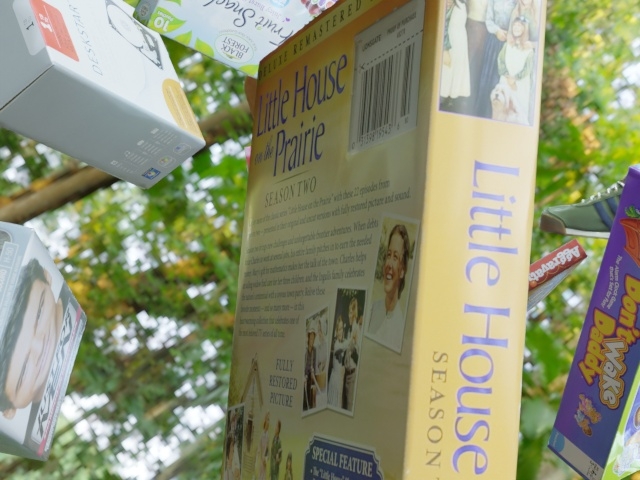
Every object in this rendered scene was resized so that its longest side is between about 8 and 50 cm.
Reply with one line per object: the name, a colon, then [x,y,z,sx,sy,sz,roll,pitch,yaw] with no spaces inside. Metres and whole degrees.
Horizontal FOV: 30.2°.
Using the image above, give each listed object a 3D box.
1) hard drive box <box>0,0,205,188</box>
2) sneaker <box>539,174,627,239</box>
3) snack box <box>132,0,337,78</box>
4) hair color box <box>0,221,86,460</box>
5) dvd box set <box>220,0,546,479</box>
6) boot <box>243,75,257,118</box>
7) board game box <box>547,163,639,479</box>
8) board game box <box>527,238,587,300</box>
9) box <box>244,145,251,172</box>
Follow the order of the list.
hard drive box: [-0.239,-0.172,1.170,0.232,0.089,0.181,24,36,-57]
sneaker: [0.357,-0.044,1.396,0.192,0.064,0.086,7,-80,18]
snack box: [-0.058,-0.181,0.892,0.141,0.100,0.037,20,13,-38]
hair color box: [-0.348,0.115,1.264,0.113,0.185,0.374,12,-17,1]
dvd box set: [0.014,0.078,0.655,0.307,0.062,0.421,166,-71,-70]
boot: [-0.043,-0.251,1.580,0.211,0.104,0.295,-13,-74,50]
board game box: [0.376,0.069,1.217,0.078,0.233,0.347,40,-45,41]
board game box: [0.212,0.076,1.380,0.027,0.145,0.281,59,-8,12]
box: [0.000,0.000,1.338,0.257,0.122,0.128,76,2,-61]
